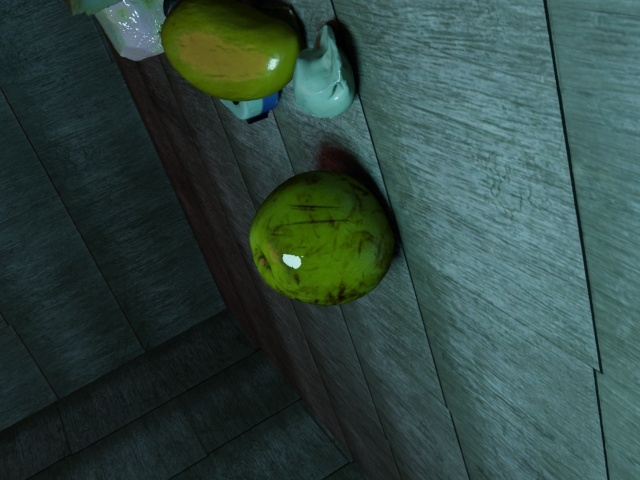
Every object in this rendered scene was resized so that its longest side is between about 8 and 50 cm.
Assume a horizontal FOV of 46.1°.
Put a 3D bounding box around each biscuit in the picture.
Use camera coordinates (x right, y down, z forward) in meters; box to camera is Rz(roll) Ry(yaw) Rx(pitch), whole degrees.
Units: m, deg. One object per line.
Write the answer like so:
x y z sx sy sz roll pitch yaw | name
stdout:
-0.076 -0.395 1.486 0.203 0.016 0.144 29 144 61 | biscuit

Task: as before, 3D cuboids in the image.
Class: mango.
-0.178 -0.366 1.466 0.332 0.142 0.195 30 130 28 | mango

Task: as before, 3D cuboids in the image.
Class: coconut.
-0.503 -0.640 2.073 0.233 0.233 0.245 38 159 55 | coconut

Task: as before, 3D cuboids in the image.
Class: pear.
0.000 0.000 1.467 0.283 0.284 0.283 54 163 26 | pear

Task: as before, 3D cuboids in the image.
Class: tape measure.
-0.182 -0.429 1.624 0.215 0.098 0.351 48 157 45 | tape measure

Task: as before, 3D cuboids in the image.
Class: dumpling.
-0.007 -0.282 1.297 0.152 0.108 0.219 61 162 3 | dumpling

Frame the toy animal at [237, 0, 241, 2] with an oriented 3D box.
-0.202 -0.576 1.474 0.214 0.094 0.186 48 165 18 | toy animal

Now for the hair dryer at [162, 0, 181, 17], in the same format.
-0.336 -0.535 1.967 0.235 0.091 0.271 57 170 52 | hair dryer

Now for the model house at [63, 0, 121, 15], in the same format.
-0.547 -0.752 1.830 0.280 0.312 0.245 59 167 1 | model house
